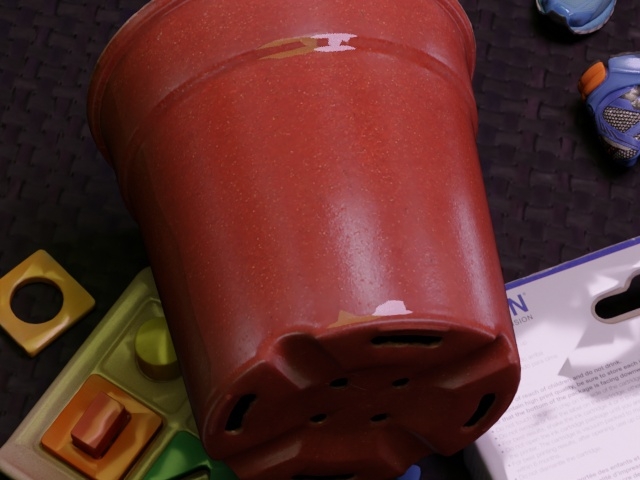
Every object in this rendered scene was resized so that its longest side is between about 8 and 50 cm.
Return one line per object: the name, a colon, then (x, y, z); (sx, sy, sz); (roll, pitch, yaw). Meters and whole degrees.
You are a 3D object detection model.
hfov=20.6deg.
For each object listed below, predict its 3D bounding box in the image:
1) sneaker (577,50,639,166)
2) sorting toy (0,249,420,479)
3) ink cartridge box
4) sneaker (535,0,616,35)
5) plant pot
sneaker: (0.311, -0.098, 1.352); (0.221, 0.083, 0.087); (-6, 74, -1)
sorting toy: (-0.100, 0.121, 1.205); (0.347, 0.047, 0.196); (31, 63, 13)
ink cartridge box: (0.275, 0.149, 1.203); (0.324, 0.071, 0.330); (-18, 62, -12)
sneaker: (0.228, -0.234, 1.416); (0.063, 0.073, 0.162); (32, 63, 13)
plant pot: (0.000, 0.000, 1.135); (0.272, 0.272, 0.265); (-8, 55, -8)
